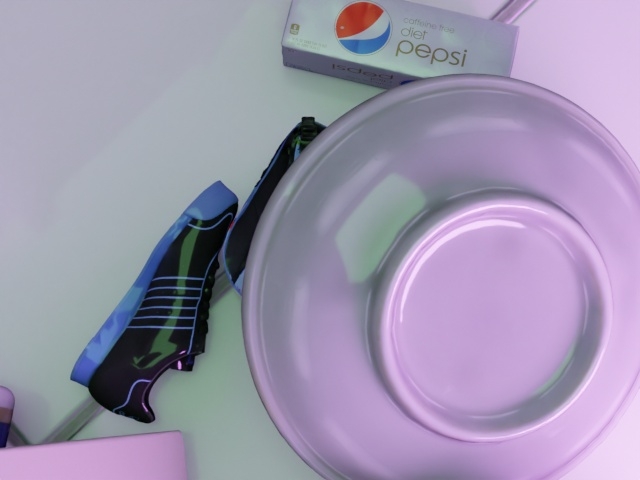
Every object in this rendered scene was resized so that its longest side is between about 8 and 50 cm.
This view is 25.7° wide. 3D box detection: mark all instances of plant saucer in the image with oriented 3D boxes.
[{"bbox_3d":[0.136,0.059,1.210,0.400,0.100,0.400,-3,100,-16],"label":"plant saucer"}]

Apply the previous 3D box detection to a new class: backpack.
[{"bbox_3d":[0.000,0.000,1.284,0.158,0.117,0.173,32,82,4],"label":"backpack"}]

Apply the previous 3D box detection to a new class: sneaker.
[{"bbox_3d":[-0.131,0.059,1.297,0.090,0.081,0.232,35,89,2],"label":"sneaker"}]

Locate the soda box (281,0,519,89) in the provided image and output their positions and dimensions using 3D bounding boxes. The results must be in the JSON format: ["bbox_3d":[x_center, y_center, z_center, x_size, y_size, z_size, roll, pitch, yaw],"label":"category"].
[{"bbox_3d":[0.074,-0.185,1.339,0.216,0.069,0.074,13,81,1],"label":"soda box"}]

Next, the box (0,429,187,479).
[{"bbox_3d":[-0.237,0.217,1.166,0.113,0.275,0.094,-14,79,35],"label":"box"}]

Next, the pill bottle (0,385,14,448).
[{"bbox_3d":[-0.367,0.246,1.225,0.153,0.153,0.264,10,81,1],"label":"pill bottle"}]
